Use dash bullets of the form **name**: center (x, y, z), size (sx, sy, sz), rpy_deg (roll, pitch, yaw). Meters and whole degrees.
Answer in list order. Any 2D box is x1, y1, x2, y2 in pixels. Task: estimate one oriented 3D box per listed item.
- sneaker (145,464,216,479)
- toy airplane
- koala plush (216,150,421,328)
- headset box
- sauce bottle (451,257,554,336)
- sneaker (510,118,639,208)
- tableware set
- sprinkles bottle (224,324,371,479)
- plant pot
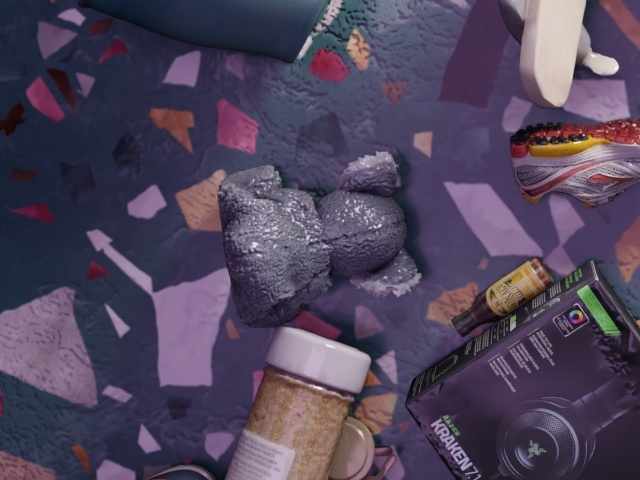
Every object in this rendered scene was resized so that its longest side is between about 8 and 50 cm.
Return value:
- **sneaker**: center (-0.283, 0.392, 1.959), size (0.350, 0.148, 0.131), rpy_deg (-37, 86, 11)
- **toy airplane**: center (0.283, -0.383, 1.747), size (0.386, 0.272, 0.384), rpy_deg (-35, 100, -22)
- **koala plush**: center (0.000, 0.000, 1.875), size (0.221, 0.203, 0.196), rpy_deg (-9, 92, -1)
- **headset box**: center (0.283, 0.196, 1.839), size (0.283, 0.131, 0.246), rpy_deg (-34, 93, 10)
- **sauce bottle**: center (0.214, 0.070, 1.901), size (0.128, 0.042, 0.042), rpy_deg (-37, 86, 11)
- **sneaker**: center (0.334, -0.087, 1.859), size (0.225, 0.088, 0.092), rpy_deg (-1, 113, 11)
- **tableware set**: center (-0.002, 0.302, 1.958), size (0.128, 0.039, 0.194), rpy_deg (37, 93, 19)
- **sprinkles bottle**: center (-0.053, 0.282, 1.891), size (0.121, 0.121, 0.355), rpy_deg (19, 88, 9)
- **plant pot**: center (-0.106, -0.335, 1.839), size (0.255, 0.271, 0.271), rpy_deg (26, 98, -6)
